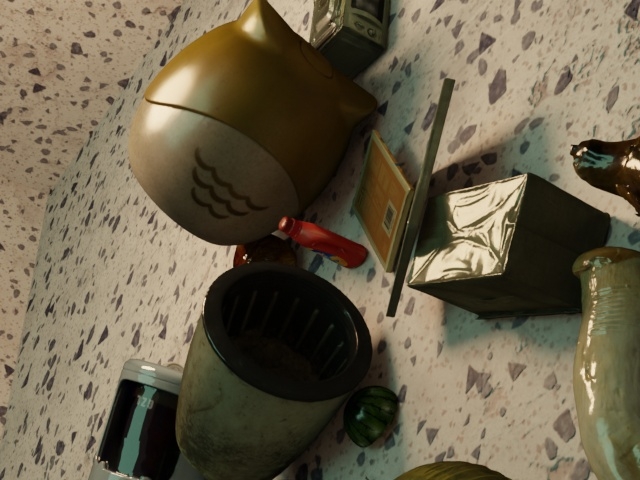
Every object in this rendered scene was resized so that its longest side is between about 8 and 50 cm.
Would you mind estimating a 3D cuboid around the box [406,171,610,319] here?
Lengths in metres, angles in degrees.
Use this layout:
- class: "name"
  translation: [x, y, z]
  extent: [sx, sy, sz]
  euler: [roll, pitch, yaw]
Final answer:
- class: "box"
  translation: [0.255, 0.018, 1.493]
  extent: [0.231, 0.149, 0.155]
  euler: [-10, 60, 61]

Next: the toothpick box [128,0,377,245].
- class: "toothpick box"
  translation: [-0.144, -0.235, 2.167]
  extent: [0.425, 0.409, 0.409]
  euler: [-44, 32, 17]

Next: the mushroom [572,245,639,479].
- class: "mushroom"
  translation: [0.356, 0.160, 1.259]
  extent: [0.122, 0.095, 0.351]
  euler: [-22, 50, 32]

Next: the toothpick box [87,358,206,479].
- class: "toothpick box"
  translation: [-0.333, 0.442, 2.193]
  extent: [0.263, 0.263, 0.355]
  euler: [-2, 68, 62]

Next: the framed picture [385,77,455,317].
- class: "framed picture"
  translation: [0.158, -0.069, 1.698]
  extent: [0.240, 0.020, 0.324]
  euler: [99, -174, -51]

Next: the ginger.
- class: "ginger"
  translation: [0.420, -0.040, 1.280]
  extent: [0.133, 0.107, 0.309]
  euler: [-50, 34, 27]

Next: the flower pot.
- class: "flower pot"
  translation: [-0.103, 0.245, 1.841]
  extent: [0.294, 0.293, 0.330]
  euler: [-96, 24, -45]

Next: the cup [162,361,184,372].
- class: "cup"
  translation: [-0.363, 0.341, 2.484]
  extent: [0.099, 0.074, 0.102]
  euler: [-39, 38, 44]

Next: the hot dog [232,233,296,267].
- class: "hot dog"
  translation: [-0.122, 0.070, 2.219]
  extent: [0.160, 0.099, 0.227]
  euler: [-57, 27, 20]

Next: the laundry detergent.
- class: "laundry detergent"
  translation: [0.000, 0.000, 1.969]
  extent: [0.097, 0.165, 0.049]
  euler: [-7, 62, 61]

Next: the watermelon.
- class: "watermelon"
  translation: [0.072, 0.278, 1.728]
  extent: [0.105, 0.062, 0.105]
  euler: [-49, 23, 28]

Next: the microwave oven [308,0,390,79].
- class: "microwave oven"
  translation: [0.057, -0.473, 2.286]
  extent: [0.163, 0.129, 0.205]
  euler: [-35, 40, 46]

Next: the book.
- class: "book"
  translation: [0.110, -0.073, 1.927]
  extent: [0.242, 0.018, 0.170]
  euler: [-113, 32, -57]

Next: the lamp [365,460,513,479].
- class: "lamp"
  translation: [0.140, 0.375, 1.290]
  extent: [0.284, 0.250, 0.250]
  euler: [33, 99, 44]
